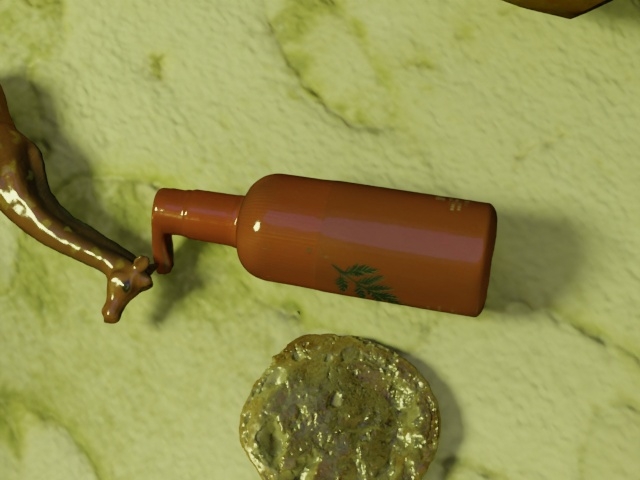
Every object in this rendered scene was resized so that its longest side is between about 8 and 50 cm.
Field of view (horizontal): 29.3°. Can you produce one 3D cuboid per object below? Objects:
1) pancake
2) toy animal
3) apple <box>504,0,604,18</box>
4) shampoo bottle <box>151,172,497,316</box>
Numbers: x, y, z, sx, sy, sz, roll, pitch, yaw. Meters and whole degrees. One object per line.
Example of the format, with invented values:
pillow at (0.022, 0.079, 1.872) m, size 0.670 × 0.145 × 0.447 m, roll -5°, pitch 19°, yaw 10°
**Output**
pancake at (0.013, 0.129, 0.843) m, size 0.139 × 0.022 × 0.139 m, roll -1°, pitch 70°, yaw 3°
toy animal at (-0.240, -0.034, 0.901) m, size 0.230 × 0.066 × 0.224 m, roll -10°, pitch 72°, yaw 6°
apple at (0.192, -0.346, 0.867) m, size 0.374 × 0.374 × 0.384 m, roll 33°, pitch 37°, yaw 15°
shampoo bottle at (0.000, -0.002, 0.863) m, size 0.244 × 0.085 × 0.085 m, roll 7°, pitch 71°, yaw 10°
